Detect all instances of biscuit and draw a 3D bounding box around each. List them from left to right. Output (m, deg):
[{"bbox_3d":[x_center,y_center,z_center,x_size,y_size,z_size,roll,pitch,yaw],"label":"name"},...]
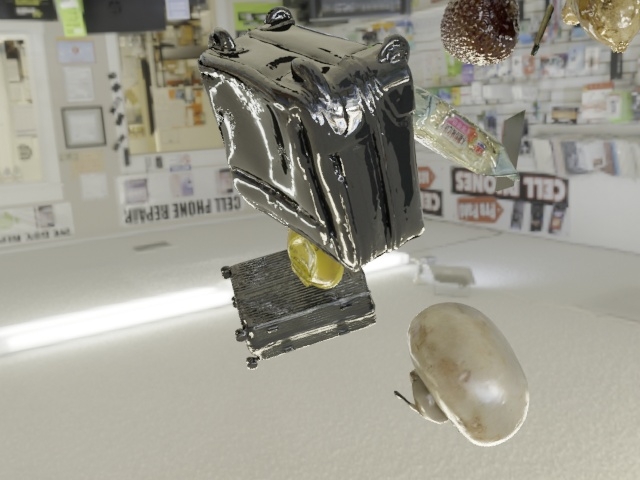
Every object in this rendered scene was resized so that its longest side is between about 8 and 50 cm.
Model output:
[{"bbox_3d":[0.223,-0.201,1.212,0.309,0.079,0.186,25,-170,-42],"label":"biscuit"}]

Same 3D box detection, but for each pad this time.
[{"bbox_3d":[0.596,-0.279,2.111,0.004,0.243,0.163,9,178,-6],"label":"pad"}]

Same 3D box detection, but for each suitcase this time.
[{"bbox_3d":[-0.051,0.137,1.619,0.335,0.152,0.230,-17,-132,-4],"label":"suitcase"},{"bbox_3d":[-0.012,-0.142,0.978,0.188,0.339,0.345,-31,-142,-22],"label":"suitcase"}]

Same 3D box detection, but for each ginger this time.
[{"bbox_3d":[0.540,-0.509,1.337,0.166,0.236,0.375,-34,-155,8],"label":"ginger"}]

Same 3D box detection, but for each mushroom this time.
[{"bbox_3d":[0.330,0.331,1.626,0.294,0.362,0.362,-36,-176,15],"label":"mushroom"}]

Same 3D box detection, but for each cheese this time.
[{"bbox_3d":[0.000,0.000,1.401,0.069,0.270,0.177,-23,-116,-39],"label":"cheese"}]

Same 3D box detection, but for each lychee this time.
[{"bbox_3d":[0.361,-0.488,1.506,0.194,0.194,0.194,-3,-169,1],"label":"lychee"}]

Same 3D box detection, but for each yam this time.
[{"bbox_3d":[0.429,-0.406,1.294,0.014,0.107,0.014,21,179,0],"label":"yam"}]
